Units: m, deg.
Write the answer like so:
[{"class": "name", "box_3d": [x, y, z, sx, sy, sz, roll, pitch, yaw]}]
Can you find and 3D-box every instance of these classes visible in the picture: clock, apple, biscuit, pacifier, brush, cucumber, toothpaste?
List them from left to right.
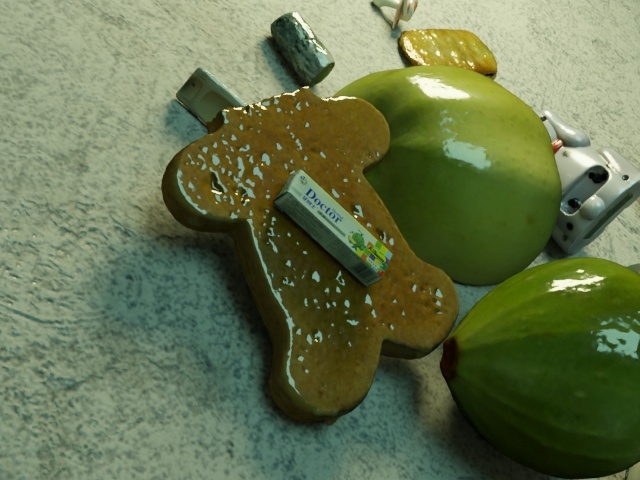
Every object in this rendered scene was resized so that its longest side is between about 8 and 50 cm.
[{"class": "brush", "box_3d": [-0.054, -0.117, 1.477, 0.321, 0.060, 0.050, 40, 28, -12]}, {"class": "cucumber", "box_3d": [-0.029, -0.289, 1.637, 0.112, 0.064, 0.064, 53, 39, 8]}, {"class": "biscuit", "box_3d": [0.000, 0.000, 1.378, 0.368, 0.076, 0.394, -29, 89, -42]}, {"class": "toothpaste", "box_3d": [0.016, -0.012, 1.325, 0.164, 0.034, 0.046, 42, 47, -15]}, {"class": "pacifier", "box_3d": [0.128, -0.415, 1.878, 0.078, 0.081, 0.099, 19, 40, 8]}, {"class": "apple", "box_3d": [0.192, -0.112, 1.676, 0.360, 0.311, 0.320, 8, 10, -41]}, {"class": "biscuit", "box_3d": [0.230, -0.328, 1.929, 0.247, 0.029, 0.118, -10, 60, -46]}, {"class": "clock", "box_3d": [0.401, -0.122, 1.837, 0.189, 0.189, 0.254, -13, 54, -47]}]

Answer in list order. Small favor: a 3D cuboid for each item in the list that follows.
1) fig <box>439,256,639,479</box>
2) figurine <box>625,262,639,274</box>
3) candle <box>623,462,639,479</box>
[{"class": "fig", "box_3d": [0.305, 0.161, 1.413, 0.316, 0.316, 0.316, 24, 46, -27]}, {"class": "figurine", "box_3d": [0.587, 0.069, 1.777, 0.127, 0.235, 0.155, 38, 41, -13]}, {"class": "candle", "box_3d": [0.512, 0.363, 1.520, 0.187, 0.187, 0.330, 44, 39, -6]}]
